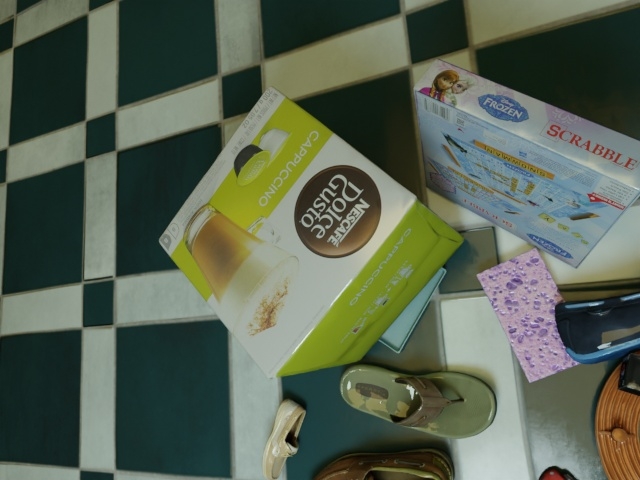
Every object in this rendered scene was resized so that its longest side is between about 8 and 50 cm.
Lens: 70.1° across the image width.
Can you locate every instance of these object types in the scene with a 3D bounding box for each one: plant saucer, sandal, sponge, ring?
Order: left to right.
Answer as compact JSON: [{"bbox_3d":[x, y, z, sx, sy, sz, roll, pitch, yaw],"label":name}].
[{"bbox_3d":[0.178,0.127,0.919,0.067,0.018,0.192,31,96,25],"label":"plant saucer"},{"bbox_3d":[0.171,0.304,0.858,0.302,0.086,0.120,-1,82,24],"label":"sandal"},{"bbox_3d":[0.381,0.133,0.819,0.117,0.031,0.210,-27,72,18],"label":"sponge"},{"bbox_3d":[0.596,0.305,0.667,0.336,0.032,0.337,-8,69,21],"label":"ring"}]

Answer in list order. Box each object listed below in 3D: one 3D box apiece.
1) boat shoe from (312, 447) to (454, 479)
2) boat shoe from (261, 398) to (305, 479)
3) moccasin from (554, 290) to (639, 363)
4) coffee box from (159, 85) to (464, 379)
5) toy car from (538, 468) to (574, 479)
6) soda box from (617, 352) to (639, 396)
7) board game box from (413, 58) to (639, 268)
[{"bbox_3d":[0.094,0.460,0.859,0.307,0.104,0.111,-27,72,19],"label":"boat shoe"},{"bbox_3d":[-0.075,0.427,0.964,0.059,0.063,0.170,13,87,31],"label":"boat shoe"},{"bbox_3d":[0.536,0.083,0.693,0.341,0.138,0.117,-21,60,12],"label":"moccasin"},{"bbox_3d":[0.000,0.000,0.833,0.334,0.338,0.338,44,102,27],"label":"coffee box"},{"bbox_3d":[0.491,0.470,0.708,0.224,0.053,0.239,-24,74,20],"label":"toy car"},{"bbox_3d":[0.541,0.220,0.668,0.168,0.060,0.053,13,74,26],"label":"soda box"},{"bbox_3d":[0.308,-0.106,0.729,0.318,0.318,0.066,35,82,24],"label":"board game box"}]
